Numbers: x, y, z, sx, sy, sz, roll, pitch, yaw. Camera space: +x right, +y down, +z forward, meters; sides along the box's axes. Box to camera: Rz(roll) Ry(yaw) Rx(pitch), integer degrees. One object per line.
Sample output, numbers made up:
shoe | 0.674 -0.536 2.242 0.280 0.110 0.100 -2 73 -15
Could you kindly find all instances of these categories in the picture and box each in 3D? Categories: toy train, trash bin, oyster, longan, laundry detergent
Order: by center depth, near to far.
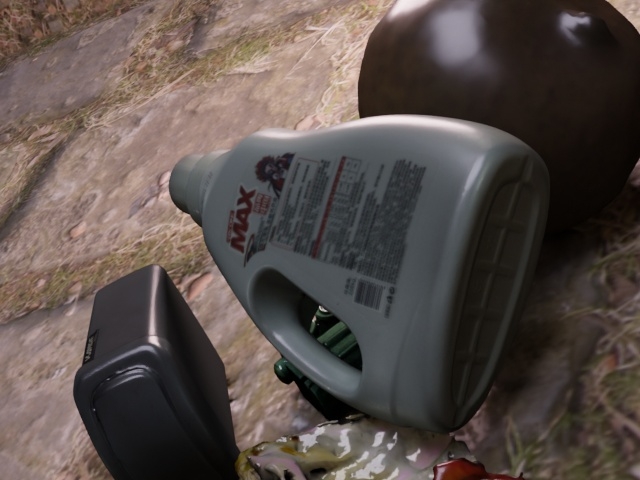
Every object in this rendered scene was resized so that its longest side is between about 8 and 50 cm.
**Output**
oyster | 0.029 0.204 0.963 0.209 0.072 0.133 -7 24 1
laundry detergent | 0.000 0.000 1.064 0.398 0.125 0.263 17 95 42
trash bin | -0.153 0.143 1.110 0.101 0.176 0.236 -28 25 6
toy train | 0.037 0.094 1.127 0.170 0.071 0.111 -36 38 -13
longan | 0.185 -0.139 1.151 0.297 0.297 0.297 -23 29 14

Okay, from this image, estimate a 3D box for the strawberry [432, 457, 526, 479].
strawberry | 0.033 0.285 0.747 0.254 0.150 0.280 3 36 15
